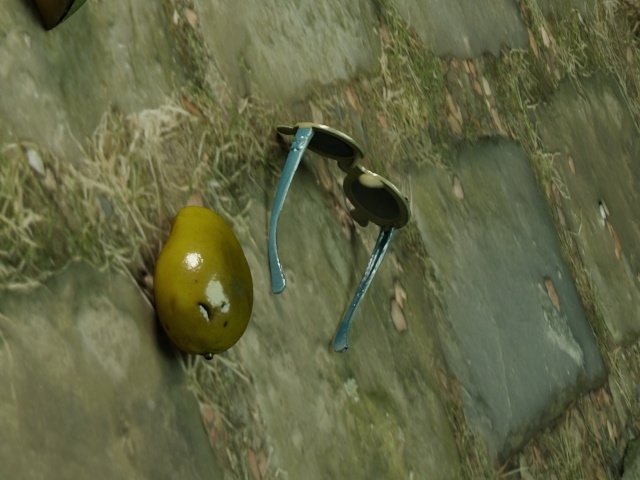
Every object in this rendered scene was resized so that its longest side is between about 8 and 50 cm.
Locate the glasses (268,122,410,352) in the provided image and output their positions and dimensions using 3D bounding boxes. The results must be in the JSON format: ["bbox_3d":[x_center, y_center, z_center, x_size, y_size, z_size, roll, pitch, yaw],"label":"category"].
[{"bbox_3d":[0.026,-0.006,1.931,0.189,0.088,0.220,49,34,-40],"label":"glasses"}]

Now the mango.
[{"bbox_3d":[-0.106,0.032,1.662,0.103,0.076,0.161,42,29,-35],"label":"mango"}]

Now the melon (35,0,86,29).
[{"bbox_3d":[-0.224,-0.279,1.625,0.160,0.079,0.128,67,27,-8],"label":"melon"}]
